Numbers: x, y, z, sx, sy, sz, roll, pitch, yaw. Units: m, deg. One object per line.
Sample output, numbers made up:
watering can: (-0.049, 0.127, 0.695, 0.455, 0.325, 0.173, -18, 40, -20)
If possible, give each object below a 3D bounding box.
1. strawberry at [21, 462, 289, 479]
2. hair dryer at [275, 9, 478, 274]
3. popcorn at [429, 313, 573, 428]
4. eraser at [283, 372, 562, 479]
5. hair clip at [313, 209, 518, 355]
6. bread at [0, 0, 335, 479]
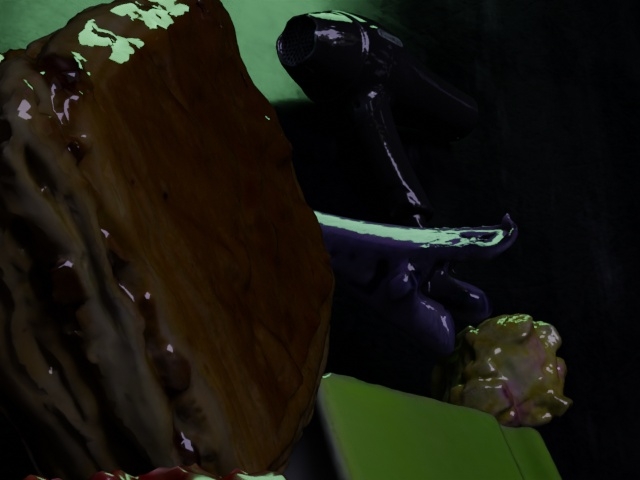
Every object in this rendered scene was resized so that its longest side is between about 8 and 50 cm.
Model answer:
strawberry: (-0.110, 0.202, 0.608, 0.343, 0.292, 0.292, 17, 35, -27)
hair dryer: (0.076, -0.069, 1.415, 0.235, 0.091, 0.272, 21, 44, -42)
popcorn: (0.125, 0.104, 1.157, 0.089, 0.109, 0.097, 22, -3, -22)
eraser: (0.089, 0.219, 0.975, 0.210, 0.092, 0.274, 16, 34, -31)
hair clip: (0.003, 0.014, 1.151, 0.278, 0.090, 0.137, 10, 26, 26)
bread: (-0.117, 0.006, 0.924, 0.324, 0.167, 0.277, -67, 135, -64)
